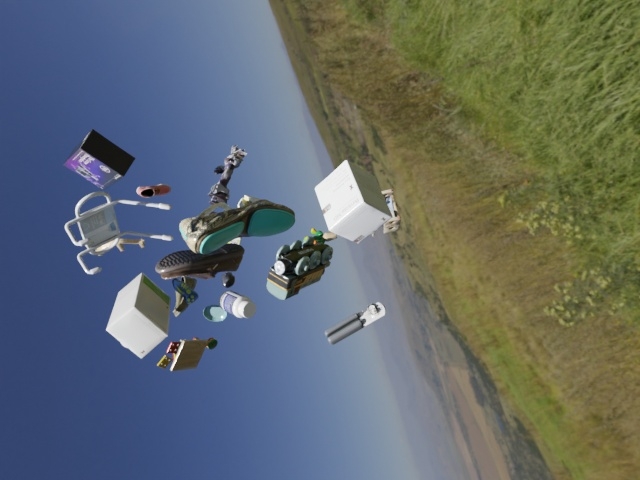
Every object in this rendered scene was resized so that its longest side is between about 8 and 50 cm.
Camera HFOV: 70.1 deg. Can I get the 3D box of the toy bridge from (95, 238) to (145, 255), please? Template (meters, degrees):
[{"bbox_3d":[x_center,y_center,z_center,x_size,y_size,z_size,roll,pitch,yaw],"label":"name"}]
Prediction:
[{"bbox_3d":[-0.791,0.018,1.801,0.063,0.188,0.026,93,163,-61],"label":"toy bridge"}]

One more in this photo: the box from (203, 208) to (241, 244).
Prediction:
[{"bbox_3d":[-0.540,-0.064,2.506,0.044,0.232,0.159,-76,5,-55],"label":"box"}]

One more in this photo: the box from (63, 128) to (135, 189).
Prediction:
[{"bbox_3d":[-0.885,-0.315,1.821,0.184,0.261,0.103,34,-118,-32],"label":"box"}]

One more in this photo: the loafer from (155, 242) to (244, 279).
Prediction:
[{"bbox_3d":[-0.474,0.110,1.845,0.133,0.365,0.130,32,125,51],"label":"loafer"}]

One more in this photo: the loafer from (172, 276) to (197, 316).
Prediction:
[{"bbox_3d":[-0.712,0.281,2.335,0.087,0.094,0.251,36,-147,-24],"label":"loafer"}]

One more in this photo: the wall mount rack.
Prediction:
[{"bbox_3d":[-0.656,-0.033,1.507,0.130,0.304,0.350,50,150,14],"label":"wall mount rack"}]

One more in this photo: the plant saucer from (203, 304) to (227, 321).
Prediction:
[{"bbox_3d":[-0.535,0.364,2.320,0.021,0.119,0.119,-93,-15,-52],"label":"plant saucer"}]

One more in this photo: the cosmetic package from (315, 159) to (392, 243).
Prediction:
[{"bbox_3d":[0.102,-0.120,1.439,0.151,0.151,0.184,22,-141,-42],"label":"cosmetic package"}]

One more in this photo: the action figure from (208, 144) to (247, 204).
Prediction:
[{"bbox_3d":[-0.394,-0.286,1.927,0.185,0.099,0.285,-31,42,60],"label":"action figure"}]

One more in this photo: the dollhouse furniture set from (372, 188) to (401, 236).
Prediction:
[{"bbox_3d":[0.207,-0.100,1.782,0.129,0.183,0.130,73,-175,-70],"label":"dollhouse furniture set"}]

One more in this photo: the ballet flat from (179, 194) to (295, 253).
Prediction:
[{"bbox_3d":[-0.310,-0.086,1.719,0.182,0.482,0.164,45,130,24],"label":"ballet flat"}]

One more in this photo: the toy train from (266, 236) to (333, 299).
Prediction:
[{"bbox_3d":[-0.075,0.105,1.777,0.334,0.142,0.190,-20,-47,-57],"label":"toy train"}]

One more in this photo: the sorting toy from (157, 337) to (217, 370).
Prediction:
[{"bbox_3d":[-0.541,0.451,1.831,0.046,0.132,0.274,28,-175,31],"label":"sorting toy"}]

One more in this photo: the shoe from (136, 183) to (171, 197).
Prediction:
[{"bbox_3d":[-0.878,-0.260,2.428,0.081,0.177,0.064,30,121,53],"label":"shoe"}]

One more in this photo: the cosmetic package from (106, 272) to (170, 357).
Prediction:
[{"bbox_3d":[-0.773,0.314,1.971,0.197,0.155,0.365,51,178,-26],"label":"cosmetic package"}]

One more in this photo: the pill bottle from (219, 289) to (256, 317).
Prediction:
[{"bbox_3d":[-0.350,0.276,1.946,0.169,0.094,0.094,12,132,46],"label":"pill bottle"}]

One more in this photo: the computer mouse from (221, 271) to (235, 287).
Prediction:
[{"bbox_3d":[-0.509,0.166,2.467,0.242,0.071,0.041,-116,6,-50],"label":"computer mouse"}]

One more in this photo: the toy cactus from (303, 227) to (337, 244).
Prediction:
[{"bbox_3d":[0.000,0.000,2.432,0.219,0.180,0.112,-91,-11,-70],"label":"toy cactus"}]

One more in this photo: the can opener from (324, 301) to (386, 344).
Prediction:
[{"bbox_3d":[0.155,0.353,1.918,0.074,0.280,0.093,60,177,46],"label":"can opener"}]

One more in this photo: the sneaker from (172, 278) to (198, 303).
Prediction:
[{"bbox_3d":[-0.633,0.234,2.136,0.078,0.067,0.188,43,166,37],"label":"sneaker"}]
